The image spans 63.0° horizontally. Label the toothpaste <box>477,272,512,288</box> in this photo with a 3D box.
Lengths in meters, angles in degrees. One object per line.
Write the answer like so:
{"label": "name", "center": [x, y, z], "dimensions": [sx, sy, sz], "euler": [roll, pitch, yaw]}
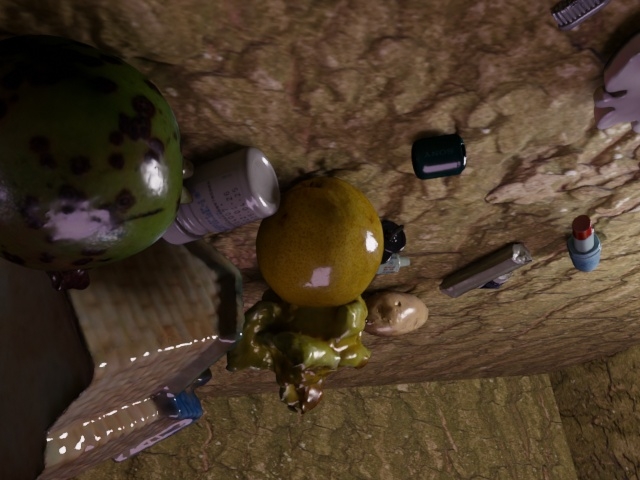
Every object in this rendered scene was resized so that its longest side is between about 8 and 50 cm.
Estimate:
{"label": "toothpaste", "center": [0.449, 0.104, 1.364], "dimensions": [0.071, 0.045, 0.193], "euler": [0, 163, 5]}

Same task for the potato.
{"label": "potato", "center": [0.199, 0.193, 1.405], "dimensions": [0.234, 0.128, 0.161], "euler": [-1, 171, -23]}

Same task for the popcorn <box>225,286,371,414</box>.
{"label": "popcorn", "center": [-0.052, 0.203, 1.164], "dimensions": [0.325, 0.290, 0.321], "euler": [-11, 146, 0]}

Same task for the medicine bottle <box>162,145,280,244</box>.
{"label": "medicine bottle", "center": [-0.151, -0.063, 0.753], "dimensions": [0.167, 0.105, 0.105], "euler": [-16, 154, 19]}

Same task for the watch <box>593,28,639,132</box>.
{"label": "watch", "center": [0.452, -0.128, 0.619], "dimensions": [0.195, 0.232, 0.244], "euler": [-13, 158, 20]}

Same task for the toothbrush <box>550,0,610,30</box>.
{"label": "toothbrush", "center": [0.373, -0.304, 0.457], "dimensions": [0.029, 0.024, 0.353], "euler": [23, 143, -35]}

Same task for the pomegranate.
{"label": "pomegranate", "center": [-0.230, -0.074, 0.556], "dimensions": [0.242, 0.243, 0.305], "euler": [-22, 156, 30]}

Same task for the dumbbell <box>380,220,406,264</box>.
{"label": "dumbbell", "center": [0.123, 0.005, 1.018], "dimensions": [0.069, 0.070, 0.147], "euler": [4, 153, -22]}

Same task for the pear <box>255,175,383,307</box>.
{"label": "pear", "center": [0.000, 0.000, 0.825], "dimensions": [0.208, 0.209, 0.209], "euler": [-6, 156, -3]}

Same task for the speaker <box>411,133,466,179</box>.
{"label": "speaker", "center": [0.173, -0.115, 0.777], "dimensions": [0.075, 0.060, 0.094], "euler": [-8, 156, 5]}

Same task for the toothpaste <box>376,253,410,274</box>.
{"label": "toothpaste", "center": [0.068, 0.051, 1.115], "dimensions": [0.268, 0.047, 0.069], "euler": [-2, 126, -19]}

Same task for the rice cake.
{"label": "rice cake", "center": [0.394, 0.077, 1.265], "dimensions": [0.057, 0.052, 0.256], "euler": [38, 141, -11]}

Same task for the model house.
{"label": "model house", "center": [-0.370, 0.164, 0.957], "dimensions": [0.399, 0.395, 0.445], "euler": [-1, 143, -51]}

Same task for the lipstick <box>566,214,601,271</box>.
{"label": "lipstick", "center": [0.579, 0.006, 1.150], "dimensions": [0.068, 0.061, 0.274], "euler": [-20, 154, 21]}

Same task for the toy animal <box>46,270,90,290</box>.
{"label": "toy animal", "center": [-0.332, -0.031, 0.670], "dimensions": [0.116, 0.180, 0.218], "euler": [-29, 168, 31]}
